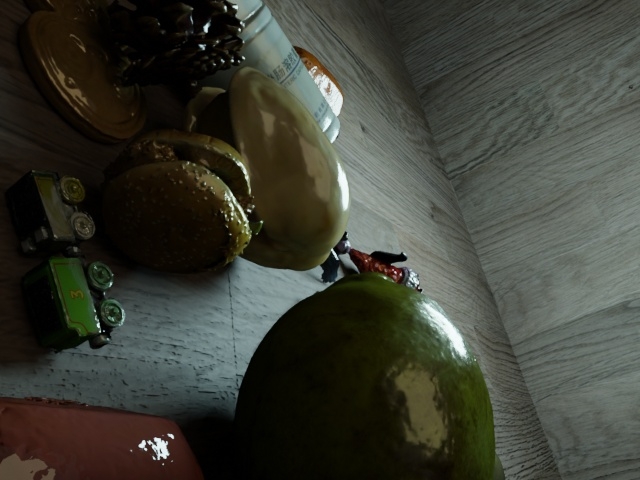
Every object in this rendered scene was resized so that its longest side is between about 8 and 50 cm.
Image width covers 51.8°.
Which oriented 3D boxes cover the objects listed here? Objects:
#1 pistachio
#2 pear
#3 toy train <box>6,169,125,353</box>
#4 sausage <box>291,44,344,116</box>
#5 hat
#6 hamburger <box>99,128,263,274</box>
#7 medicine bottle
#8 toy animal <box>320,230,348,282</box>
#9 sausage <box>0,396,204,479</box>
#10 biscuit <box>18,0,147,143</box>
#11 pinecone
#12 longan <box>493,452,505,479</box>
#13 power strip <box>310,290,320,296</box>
[{"bbox_3d":[-0.078,-0.099,1.002,0.321,0.229,0.238,63,28,-14],"label":"pistachio"},{"bbox_3d":[0.052,0.236,0.821,0.352,0.352,0.413,49,34,-33],"label":"pear"},{"bbox_3d":[-0.271,0.018,0.688,0.081,0.060,0.202,-1,65,-59],"label":"toy train"},{"bbox_3d":[-0.037,-0.353,1.503,0.258,0.133,0.133,28,42,-58],"label":"sausage"},{"bbox_3d":[0.113,0.071,1.453,0.227,0.129,0.140,40,-13,-14],"label":"hat"},{"bbox_3d":[-0.175,-0.046,0.802,0.118,0.181,0.191,-95,167,-49],"label":"hamburger"},{"bbox_3d":[-0.128,-0.284,1.146,0.332,0.190,0.190,54,25,-26],"label":"medicine bottle"},{"bbox_3d":[0.000,0.000,1.251,0.062,0.108,0.220,-92,-177,-51],"label":"toy animal"},{"bbox_3d":[-0.204,0.204,0.523,0.279,0.152,0.152,31,39,-52],"label":"sausage"},{"bbox_3d":[-0.320,-0.265,0.903,0.202,0.044,0.289,27,45,-56],"label":"biscuit"},{"bbox_3d":[-0.206,-0.313,0.920,0.185,0.168,0.212,-10,67,-38],"label":"pinecone"},{"bbox_3d":[0.234,0.433,1.198,0.220,0.196,0.197,36,36,-44],"label":"longan"},{"bbox_3d":[0.034,0.226,1.102,0.251,0.092,0.257,65,26,-8],"label":"power strip"}]
